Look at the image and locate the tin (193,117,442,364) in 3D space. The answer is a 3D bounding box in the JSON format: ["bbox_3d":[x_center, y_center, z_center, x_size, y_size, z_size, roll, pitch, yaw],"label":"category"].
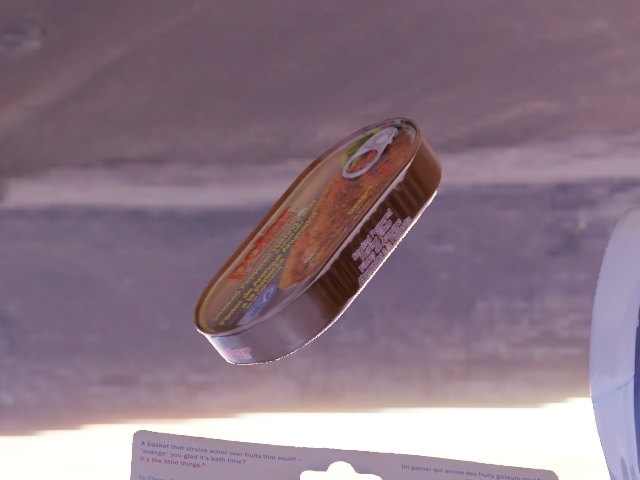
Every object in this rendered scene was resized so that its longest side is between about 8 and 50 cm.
[{"bbox_3d":[0.000,0.000,1.104,0.106,0.189,0.040,1,134,50],"label":"tin"}]

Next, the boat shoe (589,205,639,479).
[{"bbox_3d":[0.215,0.129,1.006,0.094,0.302,0.109,-5,180,36],"label":"boat shoe"}]

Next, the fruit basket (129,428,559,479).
[{"bbox_3d":[0.019,0.300,1.272,0.327,0.353,0.165,6,136,-9],"label":"fruit basket"}]
